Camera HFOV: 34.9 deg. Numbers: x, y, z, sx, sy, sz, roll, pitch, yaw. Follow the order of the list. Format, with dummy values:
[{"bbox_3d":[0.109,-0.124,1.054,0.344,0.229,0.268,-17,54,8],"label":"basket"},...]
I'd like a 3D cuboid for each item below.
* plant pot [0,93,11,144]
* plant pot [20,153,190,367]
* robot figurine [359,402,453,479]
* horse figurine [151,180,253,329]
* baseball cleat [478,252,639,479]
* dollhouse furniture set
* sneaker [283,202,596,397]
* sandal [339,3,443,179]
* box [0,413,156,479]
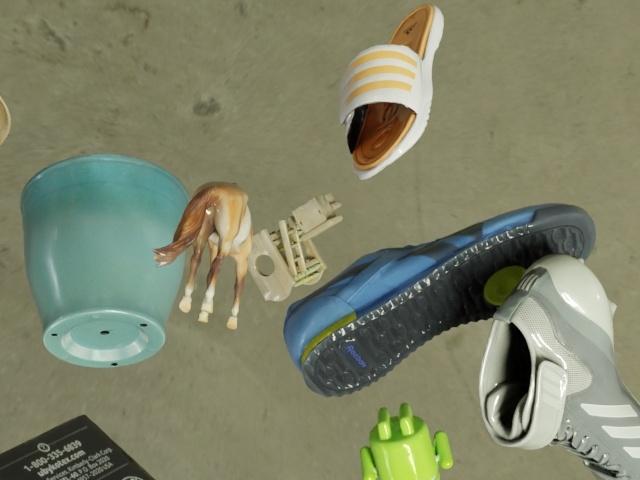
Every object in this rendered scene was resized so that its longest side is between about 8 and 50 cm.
[{"bbox_3d":[-0.369,-0.115,0.811,0.236,0.236,0.032,-2,70,-8],"label":"plant pot"},{"bbox_3d":[-0.334,0.047,1.587,0.271,0.272,0.255,-2,56,-8],"label":"plant pot"},{"bbox_3d":[0.092,0.239,1.119,0.101,0.067,0.115,-14,106,7],"label":"robot figurine"},{"bbox_3d":[-0.113,0.000,1.115,0.066,0.263,0.175,8,80,8],"label":"horse figurine"},{"bbox_3d":[0.150,0.109,0.619,0.109,0.072,0.206,-39,114,-27],"label":"baseball cleat"},{"bbox_3d":[0.000,0.000,1.511,0.161,0.182,0.101,-31,87,29],"label":"dollhouse furniture set"},{"bbox_3d":[0.070,0.020,0.655,0.209,0.082,0.069,-27,126,4],"label":"sneaker"},{"bbox_3d":[0.061,-0.169,1.041,0.076,0.265,0.102,37,133,-22],"label":"sandal"},{"bbox_3d":[-0.159,0.243,0.466,0.143,0.165,0.270,37,113,17],"label":"box"}]
